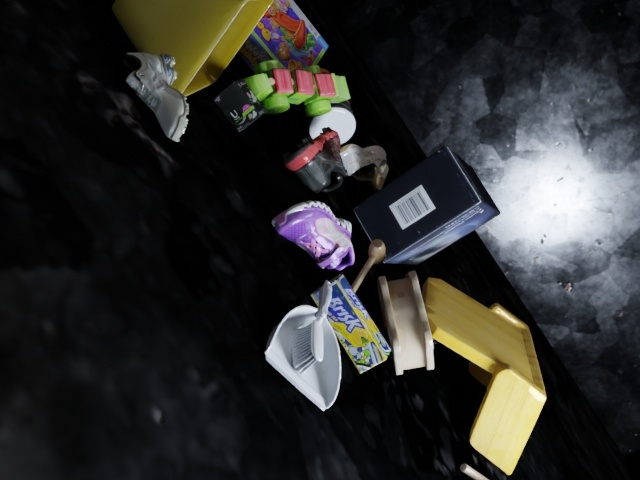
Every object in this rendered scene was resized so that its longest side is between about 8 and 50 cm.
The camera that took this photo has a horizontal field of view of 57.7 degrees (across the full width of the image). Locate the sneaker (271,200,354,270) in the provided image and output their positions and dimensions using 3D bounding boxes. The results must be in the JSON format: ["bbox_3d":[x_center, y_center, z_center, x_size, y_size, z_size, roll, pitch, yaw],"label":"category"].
[{"bbox_3d":[0.000,0.000,1.106,0.236,0.095,0.104,23,46,-57],"label":"sneaker"}]

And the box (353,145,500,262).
[{"bbox_3d":[0.300,-0.079,1.580,0.183,0.296,0.294,62,22,15],"label":"box"}]

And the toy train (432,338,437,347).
[{"bbox_3d":[0.270,0.243,1.432,0.036,0.027,0.158,49,19,8],"label":"toy train"}]

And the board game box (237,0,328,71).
[{"bbox_3d":[-0.148,-0.560,1.487,0.347,0.078,0.233,46,46,-25],"label":"board game box"}]

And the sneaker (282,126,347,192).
[{"bbox_3d":[0.005,-0.184,1.366,0.135,0.097,0.276,53,23,-8],"label":"sneaker"}]

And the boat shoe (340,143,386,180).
[{"bbox_3d":[0.127,-0.216,1.692,0.277,0.098,0.096,-12,70,-58],"label":"boat shoe"}]

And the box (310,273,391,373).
[{"bbox_3d":[0.055,0.148,1.047,0.169,0.059,0.054,57,19,1],"label":"box"}]

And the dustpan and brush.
[{"bbox_3d":[-0.010,0.139,0.914,0.147,0.060,0.211,47,23,-23],"label":"dustpan and brush"}]

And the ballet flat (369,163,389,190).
[{"bbox_3d":[0.185,-0.242,1.886,0.073,0.067,0.206,42,25,-36],"label":"ballet flat"}]

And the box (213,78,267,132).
[{"bbox_3d":[-0.162,-0.274,1.175,0.083,0.062,0.052,53,23,-11],"label":"box"}]

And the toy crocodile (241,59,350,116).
[{"bbox_3d":[-0.050,-0.366,1.387,0.340,0.105,0.115,-9,87,-42],"label":"toy crocodile"}]

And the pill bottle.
[{"bbox_3d":[0.013,-0.383,1.626,0.130,0.130,0.246,38,27,-40],"label":"pill bottle"}]

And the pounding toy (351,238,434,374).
[{"bbox_3d":[0.135,0.147,1.214,0.154,0.155,0.269,77,3,-61],"label":"pounding toy"}]

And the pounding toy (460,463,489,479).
[{"bbox_3d":[0.369,0.563,1.118,0.183,0.110,0.237,30,2,-29],"label":"pounding toy"}]

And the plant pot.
[{"bbox_3d":[-0.235,-0.410,1.038,0.187,0.212,0.212,40,24,-9],"label":"plant pot"}]

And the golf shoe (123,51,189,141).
[{"bbox_3d":[-0.263,-0.228,0.914,0.086,0.069,0.176,3,51,-40],"label":"golf shoe"}]

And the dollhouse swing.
[{"bbox_3d":[0.355,0.311,1.430,0.305,0.315,0.347,17,22,7],"label":"dollhouse swing"}]
